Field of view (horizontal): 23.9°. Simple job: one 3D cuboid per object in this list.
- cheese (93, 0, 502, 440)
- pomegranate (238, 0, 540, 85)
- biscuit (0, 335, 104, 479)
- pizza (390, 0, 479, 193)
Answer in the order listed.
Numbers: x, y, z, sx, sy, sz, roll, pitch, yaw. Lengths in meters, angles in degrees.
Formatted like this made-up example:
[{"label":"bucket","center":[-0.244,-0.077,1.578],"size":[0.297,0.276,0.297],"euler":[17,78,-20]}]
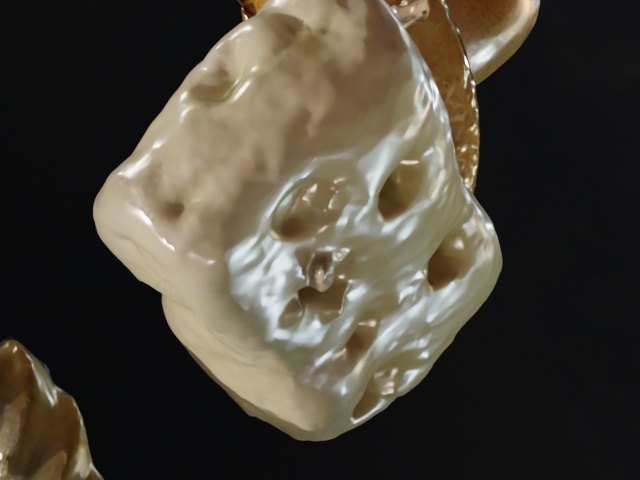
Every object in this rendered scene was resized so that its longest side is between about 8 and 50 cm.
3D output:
[{"label":"cheese","center":[0.001,0.001,0.701],"size":[0.159,0.263,0.093],"euler":[-43,-119,-8]},{"label":"pomegranate","center":[0.057,-0.271,1.513],"size":[0.319,0.319,0.319],"euler":[19,-127,-27]},{"label":"biscuit","center":[-0.202,0.187,0.707],"size":[0.273,0.036,0.187],"euler":[-39,-87,-2]},{"label":"pizza","center":[0.006,-0.064,1.352],"size":[0.277,0.409,0.114],"euler":[35,-143,6]}]
